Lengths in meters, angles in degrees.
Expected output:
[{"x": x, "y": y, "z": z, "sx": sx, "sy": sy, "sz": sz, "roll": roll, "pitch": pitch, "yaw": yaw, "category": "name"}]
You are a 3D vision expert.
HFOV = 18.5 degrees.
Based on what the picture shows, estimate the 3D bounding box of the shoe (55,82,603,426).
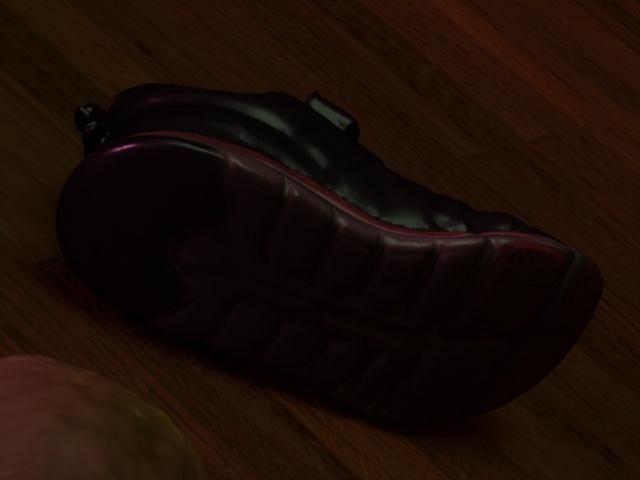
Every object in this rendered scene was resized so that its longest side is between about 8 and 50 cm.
[{"x": 0.000, "y": 0.000, "z": 0.959, "sx": 0.291, "sy": 0.114, "sz": 0.137, "roll": 19, "pitch": 22, "yaw": -26, "category": "shoe"}]

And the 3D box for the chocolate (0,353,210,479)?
[{"x": -0.095, "y": 0.135, "z": 0.532, "sx": 0.134, "sy": 0.134, "sz": 0.309, "roll": 31, "pitch": 19, "yaw": -10, "category": "chocolate"}]
